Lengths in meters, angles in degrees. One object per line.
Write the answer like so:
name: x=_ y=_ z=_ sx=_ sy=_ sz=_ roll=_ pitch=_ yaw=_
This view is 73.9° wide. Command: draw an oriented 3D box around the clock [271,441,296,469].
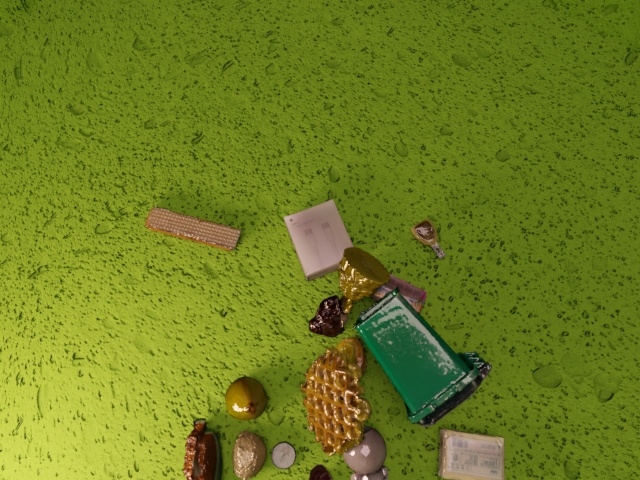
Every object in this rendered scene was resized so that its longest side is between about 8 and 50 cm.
clock: x=-0.123 y=0.717 z=1.418 sx=0.085 sy=0.017 sz=0.085 roll=0 pitch=73 yaw=1

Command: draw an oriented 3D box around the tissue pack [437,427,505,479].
tissue pack: x=0.488 y=0.700 z=1.378 sx=0.196 sy=0.092 sz=0.148 roll=7 pitch=72 yaw=4

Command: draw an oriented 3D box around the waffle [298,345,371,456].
waffle: x=0.041 y=0.513 z=1.351 sx=0.068 sy=0.325 sz=0.302 roll=3 pitch=42 yaw=-36

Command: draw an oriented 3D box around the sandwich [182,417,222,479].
sandwich: x=-0.372 y=0.692 z=1.366 sx=0.079 sy=0.159 sz=0.235 roll=-12 pitch=53 yaw=2

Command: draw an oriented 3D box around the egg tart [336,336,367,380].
egg tart: x=0.097 y=0.424 z=1.448 sx=0.074 sy=0.191 sz=0.191 roll=27 pitch=72 yaw=-24

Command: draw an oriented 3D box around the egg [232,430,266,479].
egg: x=-0.232 y=0.693 z=1.376 sx=0.118 sy=0.116 sz=0.140 roll=-6 pitch=66 yaw=28

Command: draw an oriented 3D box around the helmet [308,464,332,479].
helmet: x=-0.011 y=0.789 z=1.375 sx=0.089 sy=0.057 sz=0.111 roll=-1 pitch=62 yaw=-37

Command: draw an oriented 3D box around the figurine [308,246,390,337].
figurine: x=0.088 y=0.203 z=1.463 sx=0.187 sy=0.168 sz=0.315 roll=41 pitch=118 yaw=26

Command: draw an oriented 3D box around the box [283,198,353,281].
box: x=0.000 y=0.000 z=1.603 sx=0.203 sy=0.106 sz=0.251 roll=-20 pitch=72 yaw=-4

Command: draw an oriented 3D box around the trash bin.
trash bin: x=0.308 y=0.346 z=1.362 sx=0.295 sy=0.259 sz=0.381 roll=-39 pitch=85 yaw=4

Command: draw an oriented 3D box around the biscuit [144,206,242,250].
biscuit: x=-0.491 y=-0.045 z=1.645 sx=0.379 sy=0.054 sz=0.094 roll=14 pitch=72 yaw=5

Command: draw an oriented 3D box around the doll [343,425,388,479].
doll: x=0.167 y=0.749 z=1.350 sx=0.151 sy=0.151 sz=0.287 roll=-17 pitch=80 yaw=-5

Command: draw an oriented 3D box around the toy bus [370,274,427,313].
toy bus: x=0.241 y=0.183 z=1.547 sx=0.274 sy=0.090 sz=0.112 roll=26 pitch=72 yaw=9

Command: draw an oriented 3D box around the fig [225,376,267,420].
fig: x=-0.248 y=0.533 z=1.430 sx=0.153 sy=0.121 sz=0.136 roll=13 pitch=77 yaw=29

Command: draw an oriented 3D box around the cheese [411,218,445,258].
cheese: x=0.422 y=-0.001 z=1.631 sx=0.086 sy=0.036 sz=0.162 roll=-29 pitch=74 yaw=-7
